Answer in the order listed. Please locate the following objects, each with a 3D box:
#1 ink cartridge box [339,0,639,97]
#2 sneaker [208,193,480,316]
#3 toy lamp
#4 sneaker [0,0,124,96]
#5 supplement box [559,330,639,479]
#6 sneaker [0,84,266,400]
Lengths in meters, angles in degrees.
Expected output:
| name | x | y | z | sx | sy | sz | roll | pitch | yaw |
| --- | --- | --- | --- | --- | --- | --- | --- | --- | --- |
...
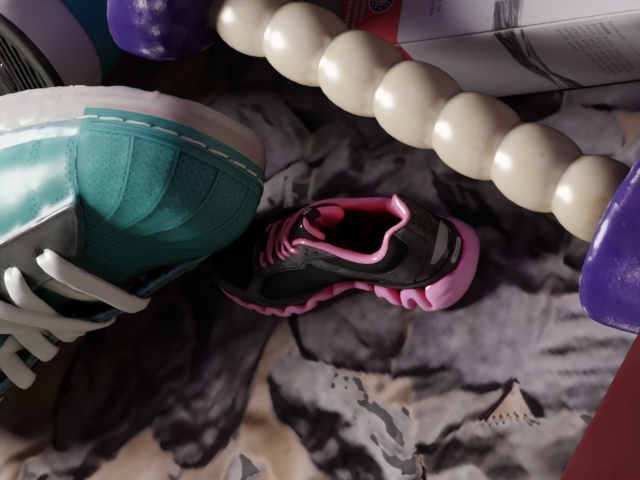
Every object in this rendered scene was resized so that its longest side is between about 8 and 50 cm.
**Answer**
| name | x | y | z | sx | sy | sz | roll | pitch | yaw |
| --- | --- | --- | --- | --- | --- | --- | --- | --- | --- |
| ink cartridge box | 0.082 | -0.111 | 0.741 | 0.135 | 0.056 | 0.099 | -4 | 65 | 34 |
| sneaker | 0.000 | 0.000 | 0.738 | 0.119 | 0.057 | 0.047 | -5 | 67 | 34 |
| toy lamp | 0.051 | -0.042 | 0.673 | 0.275 | 0.080 | 0.080 | 31 | 85 | 21 |
| sneaker | -0.137 | -0.146 | 0.876 | 0.178 | 0.124 | 0.295 | -48 | 29 | -19 |
| supplement box | 0.163 | 0.116 | 0.509 | 0.191 | 0.129 | 0.194 | 23 | 80 | 41 |
| sneaker | -0.145 | 0.028 | 0.784 | 0.302 | 0.108 | 0.121 | -16 | 58 | 37 |
